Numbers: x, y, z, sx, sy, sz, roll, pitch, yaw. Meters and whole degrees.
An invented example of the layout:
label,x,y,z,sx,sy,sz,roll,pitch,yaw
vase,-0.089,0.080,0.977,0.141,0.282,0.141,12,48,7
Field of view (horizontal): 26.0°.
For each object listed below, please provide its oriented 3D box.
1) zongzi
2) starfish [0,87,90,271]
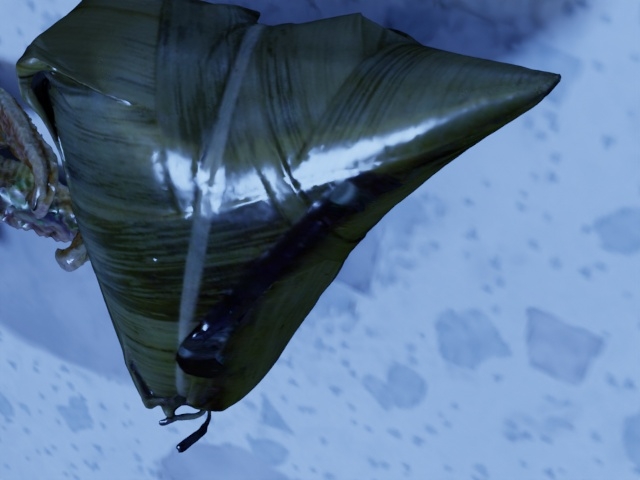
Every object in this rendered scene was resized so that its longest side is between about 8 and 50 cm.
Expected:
label,x,y,z,sx,sy,sz,roll,pitch,yaw
zongzi,0.000,0.003,0.549,0.204,0.094,0.205,8,130,22
starfish,-0.190,-0.044,0.689,0.210,0.053,0.150,6,113,38
